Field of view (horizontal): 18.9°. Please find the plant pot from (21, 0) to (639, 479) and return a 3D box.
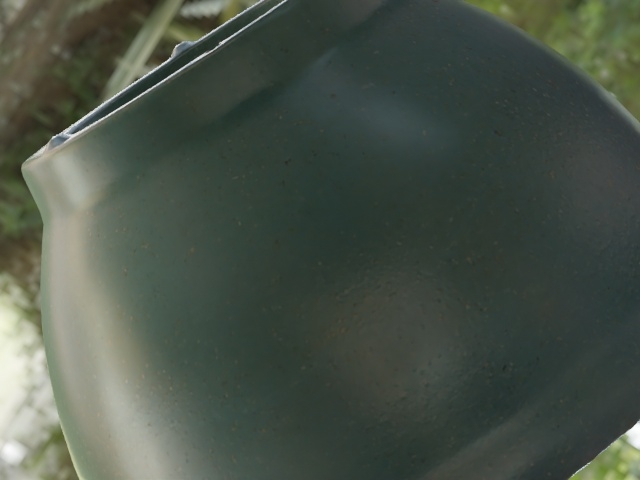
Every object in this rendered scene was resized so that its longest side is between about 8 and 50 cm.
[{"bbox_3d":[0.000,0.000,0.797,0.293,0.196,0.293,-32,-170,6],"label":"plant pot"}]
